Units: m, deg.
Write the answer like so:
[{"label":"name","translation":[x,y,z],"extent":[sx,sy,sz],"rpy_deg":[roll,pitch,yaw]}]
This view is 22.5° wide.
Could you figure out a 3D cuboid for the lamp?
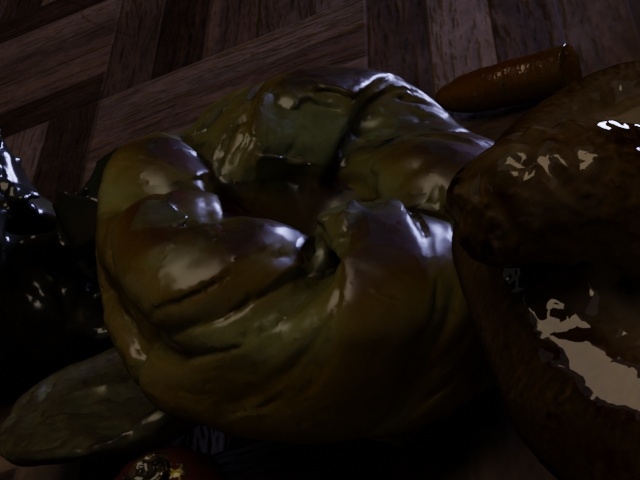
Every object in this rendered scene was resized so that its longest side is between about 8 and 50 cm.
[{"label":"lamp","translation":[-0.111,0.196,1.167],"extent":[0.101,0.090,0.101],"rpy_deg":[-17,37,13]}]

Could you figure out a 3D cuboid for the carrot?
[{"label":"carrot","translation":[0.165,-0.140,1.463],"extent":[0.139,0.048,0.048],"rpy_deg":[-13,36,28]}]

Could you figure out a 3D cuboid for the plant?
[{"label":"plant","translation":[-0.264,0.013,1.444],"extent":[0.276,0.188,0.199],"rpy_deg":[-25,33,7]}]

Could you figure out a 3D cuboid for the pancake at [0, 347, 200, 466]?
[{"label":"pancake","translation":[-0.147,0.126,1.284],"extent":[0.242,0.050,0.242],"rpy_deg":[-19,12,4]}]

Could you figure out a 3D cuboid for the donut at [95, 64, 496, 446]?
[{"label":"donut","translation":[0.000,0.000,1.205],"extent":[0.360,0.170,0.360],"rpy_deg":[0,31,0]}]

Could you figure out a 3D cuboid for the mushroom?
[{"label":"mushroom","translation":[0.243,0.026,1.001],"extent":[0.345,0.345,0.239],"rpy_deg":[-43,-6,-21]}]
